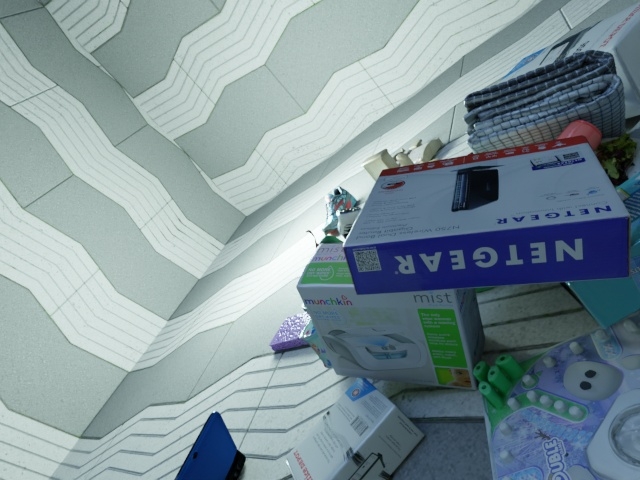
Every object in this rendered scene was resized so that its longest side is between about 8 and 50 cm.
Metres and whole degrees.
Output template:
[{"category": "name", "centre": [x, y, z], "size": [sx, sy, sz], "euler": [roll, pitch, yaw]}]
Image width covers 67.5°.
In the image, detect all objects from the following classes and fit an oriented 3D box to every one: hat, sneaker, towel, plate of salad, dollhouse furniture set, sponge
[{"category": "hat", "centre": [0.000, 0.000, 1.650], "size": [0.208, 0.183, 0.173], "euler": [-19, 28, 54]}, {"category": "sneaker", "centre": [0.094, -0.052, 1.517], "size": [0.085, 0.086, 0.237], "euler": [-8, -10, 3]}, {"category": "towel", "centre": [0.447, -0.247, 0.969], "size": [0.283, 0.235, 0.122], "euler": [-16, 73, 29]}, {"category": "sneaker", "centre": [0.048, -0.127, 1.960], "size": [0.104, 0.125, 0.262], "euler": [-29, 21, 40]}, {"category": "plate of salad", "centre": [0.510, -0.137, 0.885], "size": [0.199, 0.048, 0.200], "euler": [-25, 32, 17]}, {"category": "dollhouse furniture set", "centre": [0.332, -0.341, 1.756], "size": [0.356, 0.174, 0.303], "euler": [-52, 19, -28]}, {"category": "sponge", "centre": [-0.061, 0.262, 1.410], "size": [0.210, 0.031, 0.117], "euler": [-25, 24, 48]}]

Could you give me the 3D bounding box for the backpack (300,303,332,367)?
[{"category": "backpack", "centre": [0.069, 0.164, 1.097], "size": [0.253, 0.191, 0.225], "euler": [-42, 6, 32]}]

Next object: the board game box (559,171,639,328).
[{"category": "board game box", "centre": [0.492, -0.036, 0.680], "size": [0.336, 0.079, 0.254], "euler": [-38, 1, 17]}]

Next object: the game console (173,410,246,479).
[{"category": "game console", "centre": [-0.295, 0.544, 0.998], "size": [0.250, 0.173, 0.293], "euler": [-30, 20, 36]}]

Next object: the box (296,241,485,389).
[{"category": "box", "centre": [0.128, 0.121, 0.821], "size": [0.261, 0.231, 0.127], "euler": [-2, 37, 28]}]

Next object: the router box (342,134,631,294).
[{"category": "router box", "centre": [0.234, -0.045, 0.709], "size": [0.335, 0.082, 0.301], "euler": [-7, 26, 22]}]

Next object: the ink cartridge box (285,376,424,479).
[{"category": "ink cartridge box", "centre": [0.053, 0.353, 0.816], "size": [0.203, 0.086, 0.148], "euler": [-45, 16, -9]}]

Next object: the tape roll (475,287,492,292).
[{"category": "tape roll", "centre": [0.365, -0.023, 1.053], "size": [0.321, 0.077, 0.321], "euler": [-39, 17, 14]}]

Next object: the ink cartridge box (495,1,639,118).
[{"category": "ink cartridge box", "centre": [0.628, -0.393, 1.176], "size": [0.285, 0.166, 0.394], "euler": [-44, 15, -23]}]

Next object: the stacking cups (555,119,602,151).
[{"category": "stacking cups", "centre": [0.381, -0.068, 0.856], "size": [0.316, 0.096, 0.096], "euler": [-49, 16, 1]}]

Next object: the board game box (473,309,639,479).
[{"category": "board game box", "centre": [0.358, 0.213, 0.524], "size": [0.389, 0.050, 0.390], "euler": [-34, 19, 27]}]

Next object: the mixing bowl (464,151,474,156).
[{"category": "mixing bowl", "centre": [0.415, -0.173, 1.223], "size": [0.181, 0.098, 0.181], "euler": [-27, -8, -4]}]

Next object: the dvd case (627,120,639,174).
[{"category": "dvd case", "centre": [0.624, -0.166, 0.890], "size": [0.238, 0.030, 0.179], "euler": [-44, 16, -6]}]
